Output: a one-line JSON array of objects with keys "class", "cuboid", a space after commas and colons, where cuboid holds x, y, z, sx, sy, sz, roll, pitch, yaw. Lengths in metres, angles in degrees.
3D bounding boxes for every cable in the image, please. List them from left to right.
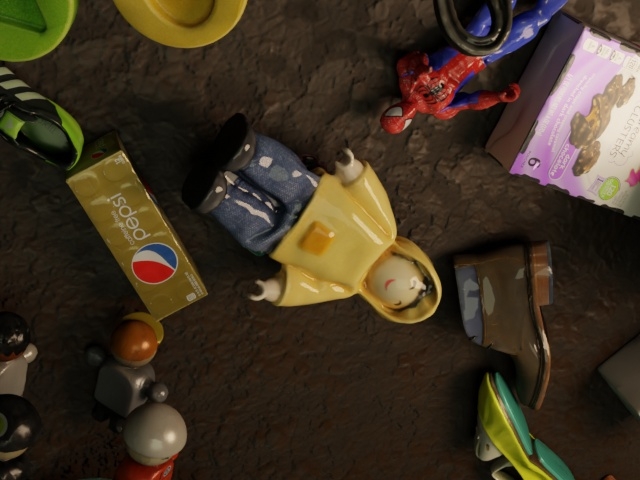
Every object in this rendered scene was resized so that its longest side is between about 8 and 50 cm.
[{"class": "cable", "cuboid": [0.109, -0.307, 0.997, 0.139, 0.072, 0.287, 0, 87, -10]}]

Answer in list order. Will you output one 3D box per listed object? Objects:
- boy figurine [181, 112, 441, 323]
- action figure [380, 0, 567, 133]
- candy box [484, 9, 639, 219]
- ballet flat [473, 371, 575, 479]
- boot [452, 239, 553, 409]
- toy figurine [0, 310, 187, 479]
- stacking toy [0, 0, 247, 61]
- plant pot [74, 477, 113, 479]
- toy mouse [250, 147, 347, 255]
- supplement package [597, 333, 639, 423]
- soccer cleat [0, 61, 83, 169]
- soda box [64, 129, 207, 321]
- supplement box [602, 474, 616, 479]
[{"class": "boy figurine", "cuboid": [0.000, 0.000, 1.122, 0.285, 0.092, 0.177, 35, 99, -25]}, {"class": "action figure", "cuboid": [0.171, -0.191, 1.089, 0.280, 0.139, 0.091, -41, 110, 9]}, {"class": "candy box", "cuboid": [0.298, -0.126, 1.196, 0.196, 0.070, 0.165, 17, 110, -24]}, {"class": "ballet flat", "cuboid": [0.228, 0.250, 1.366, 0.077, 0.077, 0.231, -27, 124, 17]}, {"class": "boot", "cuboid": [0.204, 0.097, 1.291, 0.106, 0.082, 0.219, -2, 118, 5]}, {"class": "toy figurine", "cuboid": [-0.241, 0.165, 1.098, 0.213, 0.209, 0.148, 6, 125, -19]}, {"class": "stacking toy", "cuboid": [-0.211, -0.307, 0.962, 0.279, 0.130, 0.309, -12, 119, 19]}, {"class": "plant pot", "cuboid": [-0.192, 0.412, 1.221, 0.293, 0.293, 0.196, -48, 146, 9]}, {"class": "toy mouse", "cuboid": [-0.043, -0.041, 1.158, 0.143, 0.031, 0.161, 24, 106, -26]}, {"class": "supplement package", "cuboid": [0.443, 0.153, 1.359, 0.179, 0.105, 0.105, -39, 120, 5]}, {"class": "soccer cleat", "cuboid": [-0.288, -0.123, 1.019, 0.179, 0.072, 0.060, 30, 104, -27]}, {"class": "soda box", "cuboid": [-0.180, -0.013, 1.116, 0.061, 0.058, 0.181, -28, 120, -1]}, {"class": "supplement box", "cuboid": [0.316, 0.412, 1.467, 0.233, 0.080, 0.078, -41, 118, 8]}]
